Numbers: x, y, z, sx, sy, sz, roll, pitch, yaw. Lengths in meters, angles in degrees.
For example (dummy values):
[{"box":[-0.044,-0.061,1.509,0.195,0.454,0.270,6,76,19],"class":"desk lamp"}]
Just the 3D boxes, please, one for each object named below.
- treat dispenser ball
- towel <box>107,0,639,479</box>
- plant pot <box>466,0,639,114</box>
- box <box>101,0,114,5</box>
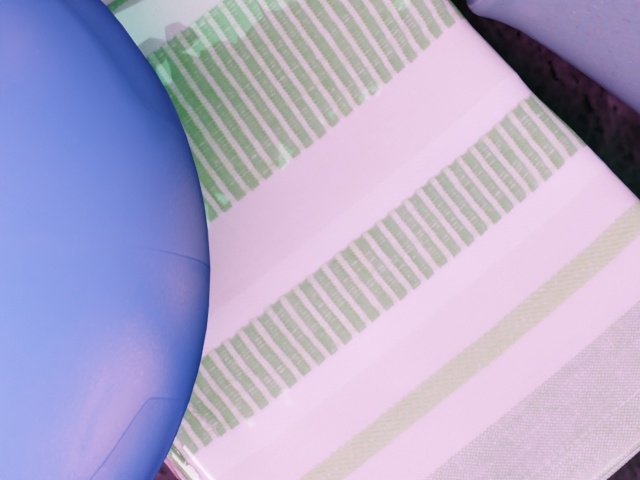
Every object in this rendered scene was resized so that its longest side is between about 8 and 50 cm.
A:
[{"box":[-0.183,0.011,0.605,0.288,0.288,0.288,-2,98,-17],"class":"treat dispenser ball"},{"box":[0.000,0.000,0.759,0.248,0.038,0.325,-39,79,-9],"class":"towel"},{"box":[0.211,-0.156,0.772,0.255,0.271,0.271,16,92,-5],"class":"plant pot"},{"box":[-0.091,-0.211,0.651,0.322,0.058,0.232,-29,138,11],"class":"box"}]
